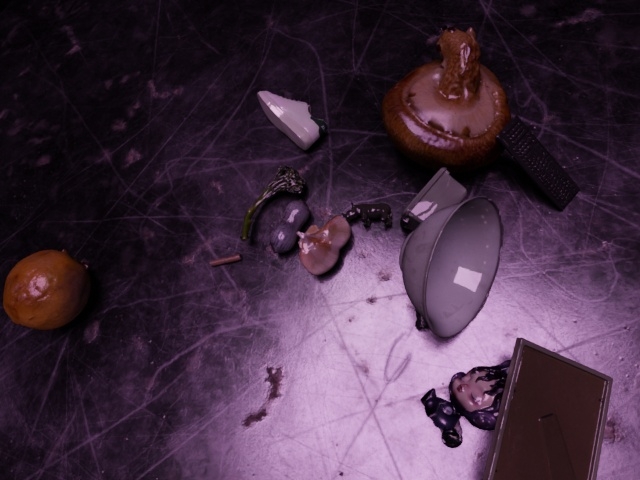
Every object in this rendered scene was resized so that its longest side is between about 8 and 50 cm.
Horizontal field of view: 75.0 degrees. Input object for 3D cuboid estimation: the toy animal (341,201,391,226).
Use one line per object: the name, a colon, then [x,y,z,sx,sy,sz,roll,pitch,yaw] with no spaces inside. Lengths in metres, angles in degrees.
toy animal: [0.124,-0.072,1.130,0.136,0.047,0.064,-2,63,16]

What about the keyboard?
keyboard: [0.528,-0.184,1.011,0.087,0.017,0.250,-45,98,-10]

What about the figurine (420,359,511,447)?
figurine: [0.337,0.339,0.863,0.223,0.145,0.145,-32,64,7]

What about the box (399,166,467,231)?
box: [0.289,-0.085,1.055,0.093,0.124,0.172,40,84,15]

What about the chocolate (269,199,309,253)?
chocolate: [-0.086,-0.038,1.157,0.072,0.072,0.166,23,73,22]

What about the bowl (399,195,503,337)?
bowl: [0.268,0.046,0.937,0.146,0.313,0.313,19,73,46]

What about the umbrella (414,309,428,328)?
umbrella: [0.243,0.142,1.012,0.037,0.040,0.143,4,72,-12]

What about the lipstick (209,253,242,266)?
lipstick: [-0.272,0.057,1.196,0.094,0.019,0.018,-13,66,9]

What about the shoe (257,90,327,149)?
shoe: [-0.087,-0.393,1.297,0.110,0.095,0.265,-37,69,-8]

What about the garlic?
garlic: [0.007,0.004,1.105,0.124,0.099,0.174,37,81,10]

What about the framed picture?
framed picture: [0.443,0.381,0.807,0.241,0.020,0.323,23,75,-11]

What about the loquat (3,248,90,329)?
loquat: [-0.787,0.142,1.203,0.239,0.193,0.238,-9,58,15]

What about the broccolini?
broccolini: [-0.133,-0.100,1.200,0.123,0.062,0.271,18,68,36]

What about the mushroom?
mushroom: [0.324,-0.349,1.066,0.346,0.259,0.344,0,64,0]
